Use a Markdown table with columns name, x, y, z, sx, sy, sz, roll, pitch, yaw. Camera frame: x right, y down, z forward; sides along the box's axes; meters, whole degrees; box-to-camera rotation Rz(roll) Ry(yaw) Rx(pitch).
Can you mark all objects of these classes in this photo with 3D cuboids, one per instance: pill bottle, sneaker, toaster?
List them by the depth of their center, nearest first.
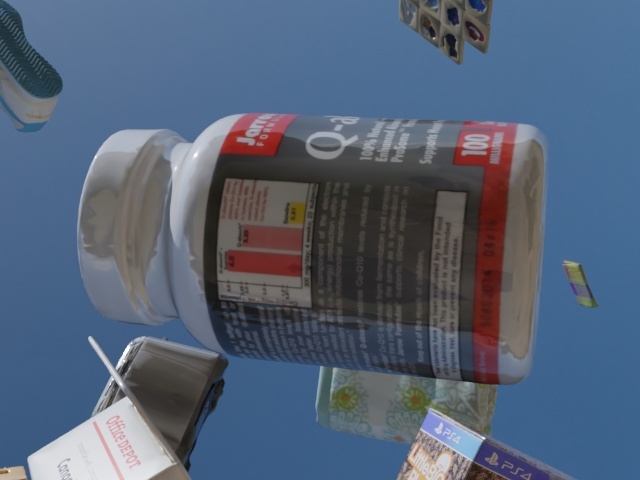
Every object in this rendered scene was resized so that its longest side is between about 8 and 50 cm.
| name | x | y | z | sx | sy | sz | roll | pitch | yaw |
| --- | --- | --- | --- | --- | --- | --- | --- | --- | --- |
| pill bottle | 0.000 | 0.000 | 0.792 | 0.210 | 0.362 | 0.210 | 4 | -90 | -76 |
| sneaker | -0.441 | -0.249 | 1.307 | 0.087 | 0.092 | 0.229 | -16 | -119 | -42 |
| toaster | -0.234 | 0.245 | 1.357 | 0.146 | 0.129 | 0.227 | 19 | -127 | 3 |

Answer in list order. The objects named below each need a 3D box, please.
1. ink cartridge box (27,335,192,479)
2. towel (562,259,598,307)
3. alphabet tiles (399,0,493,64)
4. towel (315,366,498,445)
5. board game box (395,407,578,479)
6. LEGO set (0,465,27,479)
| name | x | y | z | sx | sy | sz | roll | pitch | yaw |
| --- | --- | --- | --- | --- | --- | --- | --- | --- | --- |
| ink cartridge box | -0.084 | 0.154 | 0.473 | 0.067 | 0.115 | 0.198 | -31 | -74 | -16 |
| towel | 0.436 | 0.073 | 1.593 | 0.009 | 0.060 | 0.083 | -26 | -82 | -12 |
| alphabet tiles | 0.188 | -0.468 | 1.554 | 0.011 | 0.285 | 0.343 | -28 | -38 | -21 |
| towel | 0.165 | 0.175 | 1.699 | 0.090 | 0.320 | 0.375 | 21 | -104 | -61 |
| board game box | 0.178 | 0.376 | 1.059 | 0.232 | 0.141 | 0.291 | 29 | -95 | -18 |
| LEGO set | -0.184 | 0.287 | 0.667 | 0.132 | 0.107 | 0.287 | -30 | -85 | 7 |
